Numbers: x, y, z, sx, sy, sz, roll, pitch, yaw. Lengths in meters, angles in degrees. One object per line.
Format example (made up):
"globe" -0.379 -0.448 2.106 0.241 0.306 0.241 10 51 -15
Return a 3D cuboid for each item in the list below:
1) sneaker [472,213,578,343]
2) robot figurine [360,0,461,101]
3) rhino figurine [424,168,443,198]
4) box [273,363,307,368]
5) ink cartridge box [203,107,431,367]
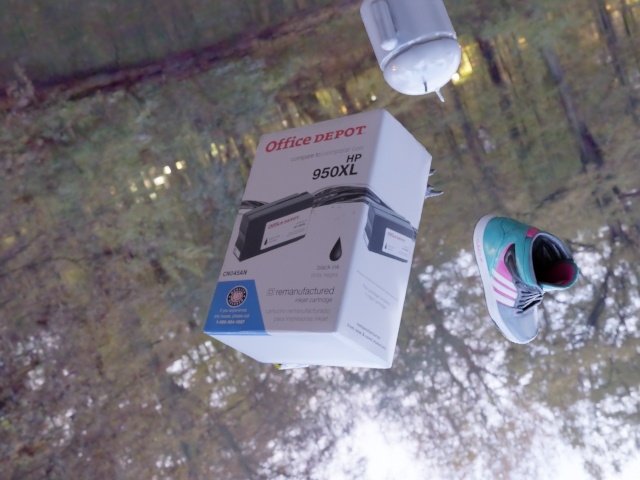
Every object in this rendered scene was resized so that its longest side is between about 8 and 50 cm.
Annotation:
"sneaker" 0.420 0.088 1.518 0.124 0.295 0.178 -36 -153 -27
"robot figurine" 0.225 -0.513 1.924 0.200 0.353 0.300 -27 166 38
"rhino figurine" 0.157 -0.148 1.703 0.106 0.243 0.073 118 -7 -54
"box" -0.068 0.269 1.867 0.054 0.059 0.169 -54 158 9
"ink cartridge box" 0.000 0.000 1.315 0.285 0.166 0.395 -5 -119 38
